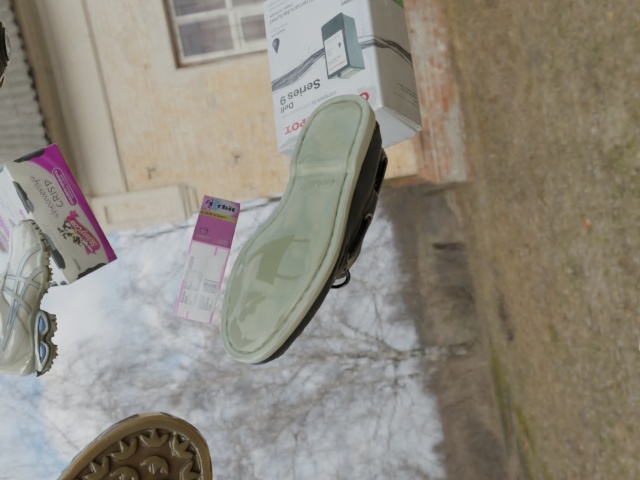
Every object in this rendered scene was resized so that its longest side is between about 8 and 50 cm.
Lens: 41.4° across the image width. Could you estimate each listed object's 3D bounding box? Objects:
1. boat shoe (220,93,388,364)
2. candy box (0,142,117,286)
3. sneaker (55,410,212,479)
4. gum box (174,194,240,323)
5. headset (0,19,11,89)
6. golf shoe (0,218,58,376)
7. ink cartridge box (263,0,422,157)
[{"bbox_3d":[-0.003,-0.001,0.961,0.113,0.127,0.340,50,-131,-47],"label":"boat shoe"},{"bbox_3d":[-0.357,-0.023,1.084,0.233,0.071,0.159,-7,111,59],"label":"candy box"},{"bbox_3d":[-0.110,0.156,0.354,0.192,0.064,0.086,-63,10,-9],"label":"sneaker"},{"bbox_3d":[-0.182,0.036,1.351,0.107,0.062,0.188,-84,10,-48],"label":"gum box"},{"bbox_3d":[-0.530,-0.286,1.132,0.394,0.243,0.185,15,112,49],"label":"headset"},{"bbox_3d":[-0.318,0.054,0.865,0.069,0.086,0.176,-53,43,48],"label":"golf shoe"},{"bbox_3d":[0.032,-0.286,1.374,0.121,0.211,0.289,19,-122,-51],"label":"ink cartridge box"}]
